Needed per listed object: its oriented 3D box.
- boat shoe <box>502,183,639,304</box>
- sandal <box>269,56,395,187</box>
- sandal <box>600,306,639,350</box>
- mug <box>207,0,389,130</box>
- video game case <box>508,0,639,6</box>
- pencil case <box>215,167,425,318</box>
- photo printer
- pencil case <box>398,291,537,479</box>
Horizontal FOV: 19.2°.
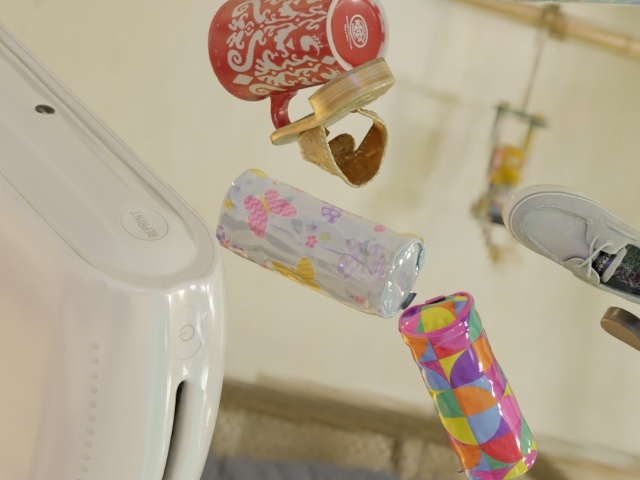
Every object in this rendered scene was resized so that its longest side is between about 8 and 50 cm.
[{"bbox_3d":[0.299,0.010,1.998,0.227,0.079,0.081,23,18,-20],"label":"boat shoe"},{"bbox_3d":[0.020,-0.082,1.593,0.088,0.079,0.240,-25,-4,-15],"label":"sandal"},{"bbox_3d":[0.421,0.122,2.279,0.097,0.054,0.254,28,0,44],"label":"sandal"},{"bbox_3d":[-0.010,-0.193,1.954,0.169,0.113,0.150,-4,-50,46],"label":"mug"},{"bbox_3d":[0.244,-0.218,1.483,0.285,0.025,0.204,-2,-6,-25],"label":"video game case"},{"bbox_3d":[0.000,0.000,2.457,0.273,0.124,0.113,22,-27,20],"label":"pencil case"},{"bbox_3d":[-0.173,0.041,1.113,0.107,0.256,0.307,-16,46,-38],"label":"photo printer"},{"bbox_3d":[0.172,0.171,2.185,0.104,0.236,0.104,-19,26,10],"label":"pencil case"}]
